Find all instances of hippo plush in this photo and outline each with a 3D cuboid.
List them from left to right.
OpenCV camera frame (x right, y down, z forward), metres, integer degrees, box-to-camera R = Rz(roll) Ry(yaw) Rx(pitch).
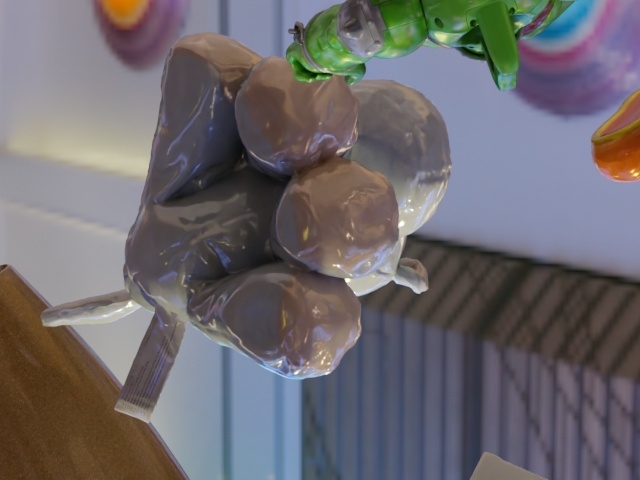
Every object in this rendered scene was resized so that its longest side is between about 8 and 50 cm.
[{"bbox_3d":[0.000,0.000,1.240,0.237,0.294,0.234,-2,-144,-47],"label":"hippo plush"}]

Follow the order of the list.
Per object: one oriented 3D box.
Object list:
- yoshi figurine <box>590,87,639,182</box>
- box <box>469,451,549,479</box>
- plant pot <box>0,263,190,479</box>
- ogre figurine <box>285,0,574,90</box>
[{"bbox_3d":[0.332,0.054,1.191,0.203,0.362,0.203,-34,-167,-10],"label":"yoshi figurine"},{"bbox_3d":[0.167,0.292,1.501,0.130,0.170,0.091,21,159,24],"label":"box"},{"bbox_3d":[-0.249,0.156,1.410,0.237,0.254,0.237,-23,-172,3],"label":"plant pot"},{"bbox_3d":[0.080,-0.122,0.859,0.197,0.096,0.118,1,-176,1],"label":"ogre figurine"}]
